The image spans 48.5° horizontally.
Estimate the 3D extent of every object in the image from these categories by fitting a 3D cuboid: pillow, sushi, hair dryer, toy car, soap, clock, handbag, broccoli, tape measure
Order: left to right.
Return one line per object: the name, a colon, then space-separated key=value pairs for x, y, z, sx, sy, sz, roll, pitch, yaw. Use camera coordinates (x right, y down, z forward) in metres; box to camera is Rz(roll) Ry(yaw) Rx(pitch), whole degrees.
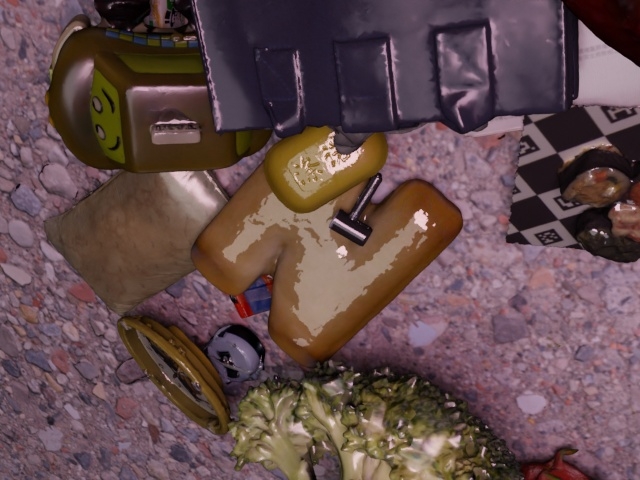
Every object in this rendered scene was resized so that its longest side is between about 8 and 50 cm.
pillow: x=-0.248 y=-0.014 z=0.985 sx=0.302 sy=0.075 sz=0.185 roll=-30 pitch=105 yaw=29
toy car: x=-0.166 y=-0.150 z=0.762 sx=0.248 sy=0.198 sz=0.204 roll=-3 pitch=121 yaw=-11
clock: x=-0.209 y=0.192 z=1.066 sx=0.237 sy=0.057 sz=0.237 roll=34 pitch=149 yaw=24
tape measure: x=-0.127 y=0.167 z=1.049 sx=0.094 sy=0.054 sz=0.091 roll=-24 pitch=104 yaw=43
soap: x=0.005 y=-0.090 z=0.783 sx=0.140 sy=0.045 sz=0.089 roll=-31 pitch=99 yaw=12
hair dryer: x=0.049 y=-0.039 z=0.803 sx=0.047 sy=0.026 sz=0.083 roll=30 pitch=102 yaw=-1
handbag: x=0.051 y=-0.197 z=0.615 sx=0.326 sy=0.118 sz=0.269 roll=2 pitch=111 yaw=25
broccoli: x=0.079 y=0.348 z=0.828 sx=0.353 sy=0.397 sz=0.275 roll=-28 pitch=137 yaw=37
sushi: x=0.306 y=-0.033 z=0.693 sx=0.231 sy=0.047 sz=0.219 roll=5 pitch=145 yaw=13

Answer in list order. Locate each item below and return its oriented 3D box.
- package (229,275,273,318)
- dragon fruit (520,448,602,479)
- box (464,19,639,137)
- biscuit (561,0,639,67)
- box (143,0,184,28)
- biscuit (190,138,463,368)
package: x=-0.051 y=0.056 z=0.975 sx=0.200 sy=0.022 sz=0.083 roll=-15 pitch=110 yaw=30
dragon fruit: x=0.274 y=0.348 z=0.934 sx=0.236 sy=0.137 sz=0.135 roll=0 pitch=111 yaw=24
box: x=0.204 y=-0.262 z=0.644 sx=0.200 sy=0.106 sz=0.299 roll=-7 pitch=113 yaw=26
biscuit: x=0.294 y=-0.301 z=0.471 sx=0.407 sy=0.091 sz=0.407 roll=-3 pitch=101 yaw=-18
box: x=-0.184 y=-0.334 z=0.799 sx=0.041 sy=0.050 sz=0.207 roll=14 pitch=122 yaw=17
biscuit: x=0.000 y=0.000 z=0.868 sx=0.237 sy=0.062 sz=0.291 roll=44 pitch=109 yaw=-3
